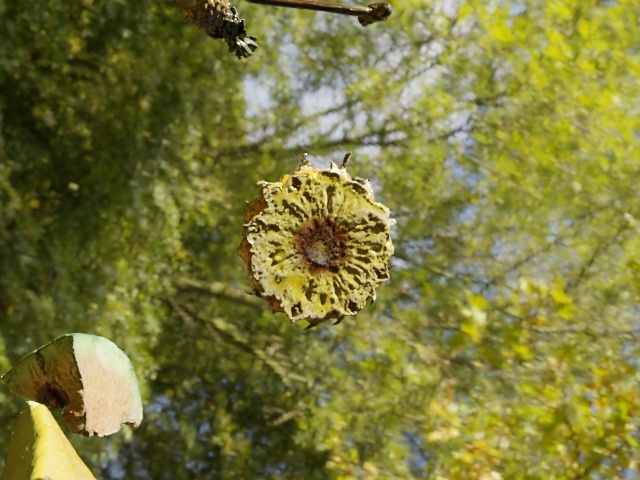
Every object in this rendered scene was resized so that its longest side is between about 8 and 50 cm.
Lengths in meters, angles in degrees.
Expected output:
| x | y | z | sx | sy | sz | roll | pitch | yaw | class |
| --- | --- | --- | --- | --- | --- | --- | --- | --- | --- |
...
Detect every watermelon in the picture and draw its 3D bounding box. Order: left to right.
| x | y | z | sx | sy | sz | roll | pitch | yaw | class |
| --- | --- | --- | --- | --- | --- | --- | --- | --- | --- |
| -0.201 | 0.128 | 0.975 | 0.101 | 0.155 | 0.080 | -13 | -101 | 20 | watermelon |

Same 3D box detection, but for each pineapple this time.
| x | y | z | sx | sy | sz | roll | pitch | yaw | class |
| --- | --- | --- | --- | --- | --- | --- | --- | --- | --- |
| -0.147 | -0.322 | 1.712 | 0.074 | 0.159 | 0.074 | -12 | -117 | 24 | pineapple |
| 0.000 | 0.000 | 1.390 | 0.221 | 0.221 | 0.047 | -68 | -162 | 1 | pineapple |

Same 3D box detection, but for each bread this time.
| x | y | z | sx | sy | sz | roll | pitch | yaw | class |
| --- | --- | --- | --- | --- | --- | --- | --- | --- | --- |
| -0.406 | 0.370 | 1.467 | 0.233 | 0.245 | 0.361 | -53 | -128 | 11 | bread |

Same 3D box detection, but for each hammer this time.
| x | y | z | sx | sy | sz | roll | pitch | yaw | class |
| --- | --- | --- | --- | --- | --- | --- | --- | --- | --- |
| -0.009 | -0.261 | 1.304 | 0.065 | 0.178 | 0.021 | 179 | -87 | -72 | hammer |
